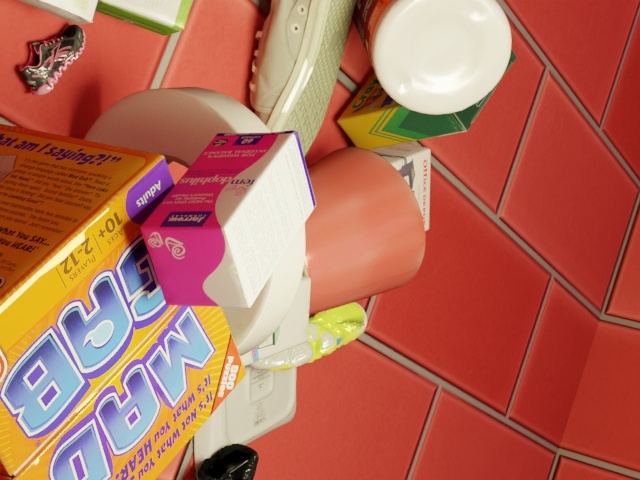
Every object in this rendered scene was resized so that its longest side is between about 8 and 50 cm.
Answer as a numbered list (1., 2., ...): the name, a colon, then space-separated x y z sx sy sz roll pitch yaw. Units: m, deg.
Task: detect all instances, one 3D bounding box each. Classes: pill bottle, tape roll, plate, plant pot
1. pill bottle: 0.166 -0.389 2.089 0.392 0.224 0.224 -104 -178 -58
2. tape roll: -0.192 -0.015 1.711 0.072 0.392 0.392 -13 112 -53
3. plate: -0.120 0.241 2.204 0.277 0.045 0.278 -22 119 -51
4. plant pot: 0.000 0.000 2.124 0.243 0.275 0.275 -25 121 -38

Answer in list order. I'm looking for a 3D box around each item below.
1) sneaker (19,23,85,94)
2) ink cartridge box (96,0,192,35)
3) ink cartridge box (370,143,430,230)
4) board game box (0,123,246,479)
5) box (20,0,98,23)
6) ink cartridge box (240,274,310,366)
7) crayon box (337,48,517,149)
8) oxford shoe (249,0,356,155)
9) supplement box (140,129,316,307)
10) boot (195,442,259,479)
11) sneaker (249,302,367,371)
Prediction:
1. sneaker: -0.365 -0.255 1.692 0.057 0.047 0.119 50 58 -37
2. ink cartridge box: -0.290 -0.413 1.711 0.255 0.097 0.189 17 86 -22
3. ink cartridge box: 0.108 -0.078 2.375 0.237 0.100 0.172 -25 121 -49
4. board game box: -0.371 0.112 1.519 0.356 0.356 0.356 -48 136 -35
5. box: -0.351 -0.463 1.571 0.232 0.058 0.322 19 86 -38
6. ink cartridge box: -0.175 0.113 1.939 0.278 0.201 0.117 -16 116 -52
7. crayon box: 0.170 -0.266 2.247 0.083 0.323 0.203 50 57 -24
8. oxford shoe: -0.051 -0.290 2.067 0.169 0.130 0.450 -31 141 -62
9. supplement box: -0.102 -0.028 1.453 0.220 0.111 0.114 -60 143 -49
10. boot: -0.130 0.446 2.178 0.246 0.094 0.207 -17 129 -45
11. sneaker: -0.034 0.183 2.187 0.240 0.126 0.091 -15 72 -22
